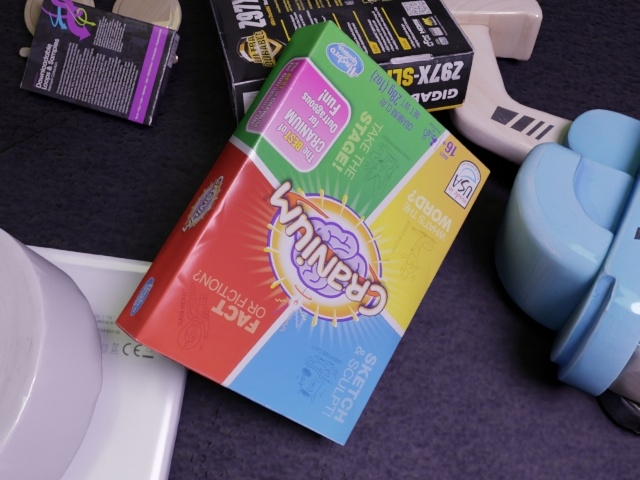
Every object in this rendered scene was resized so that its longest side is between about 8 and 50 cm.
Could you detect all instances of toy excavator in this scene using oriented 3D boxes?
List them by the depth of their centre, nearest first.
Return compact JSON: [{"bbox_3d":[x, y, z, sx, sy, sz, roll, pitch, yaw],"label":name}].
[{"bbox_3d":[0.268,-0.075,0.737,0.445,0.222,0.433,25,66,14],"label":"toy excavator"}]

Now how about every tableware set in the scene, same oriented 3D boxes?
[{"bbox_3d":[-0.266,-0.274,0.842,0.194,0.039,0.128,4,82,2],"label":"tableware set"}]

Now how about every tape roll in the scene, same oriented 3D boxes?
[{"bbox_3d":[-0.344,0.122,0.595,0.286,0.100,0.286,-5,65,11],"label":"tape roll"}]

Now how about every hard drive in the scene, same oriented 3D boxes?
[{"bbox_3d":[-0.245,0.168,0.659,0.210,0.040,0.318,8,67,-2],"label":"hard drive"}]

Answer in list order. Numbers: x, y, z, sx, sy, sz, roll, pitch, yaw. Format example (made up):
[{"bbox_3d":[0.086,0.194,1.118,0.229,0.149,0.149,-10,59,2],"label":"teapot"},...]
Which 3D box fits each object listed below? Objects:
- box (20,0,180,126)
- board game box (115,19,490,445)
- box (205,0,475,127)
[{"bbox_3d":[-0.259,-0.211,0.799,0.162,0.029,0.116,17,93,0],"label":"box"},{"bbox_3d":[0.000,0.000,0.639,0.242,0.064,0.316,35,79,-30],"label":"board game box"},{"bbox_3d":[0.000,-0.266,0.796,0.257,0.079,0.322,-12,51,-9],"label":"box"}]
